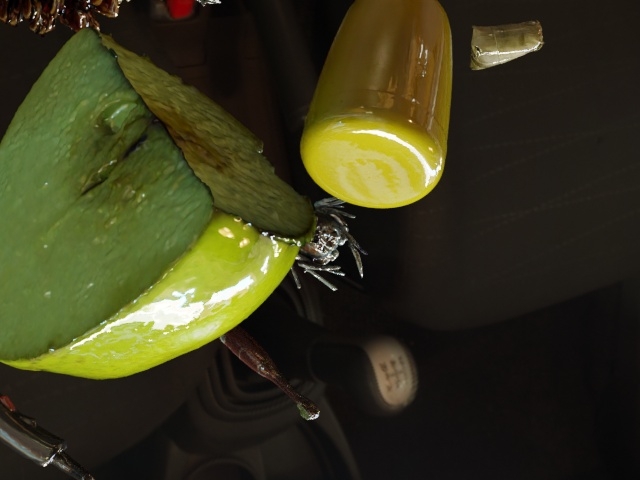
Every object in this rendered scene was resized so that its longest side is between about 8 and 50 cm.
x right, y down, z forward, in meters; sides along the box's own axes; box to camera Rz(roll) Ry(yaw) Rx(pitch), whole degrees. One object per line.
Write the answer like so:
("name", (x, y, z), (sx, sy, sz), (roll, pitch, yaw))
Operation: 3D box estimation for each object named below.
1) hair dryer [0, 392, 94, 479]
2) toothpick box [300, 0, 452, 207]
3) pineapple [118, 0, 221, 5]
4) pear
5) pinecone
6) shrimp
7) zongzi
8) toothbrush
("hair dryer", (-0.339, 0.173, 0.957), (0.271, 0.091, 0.235), (41, 99, 3))
("toothpick box", (0.082, -0.193, 1.055), (0.175, 0.175, 0.271), (38, 49, -33))
("pineapple", (-0.285, -0.431, 1.361), (0.125, 0.251, 0.125), (16, 90, -74))
("pear", (-0.154, 0.007, 0.657), (0.292, 0.292, 0.159), (-58, 141, -4))
("pinecone", (-0.395, -0.389, 1.172), (0.221, 0.221, 0.222), (-9, 109, -29))
("shrimp", (-0.003, -0.001, 1.767), (0.166, 0.410, 0.222), (24, 89, -15))
("zongzi", (0.419, -0.431, 1.890), (0.160, 0.176, 0.079), (-2, 78, 10))
("toothbrush", (-0.126, 0.171, 1.357), (0.041, 0.364, 0.041), (-32, 143, -28))
